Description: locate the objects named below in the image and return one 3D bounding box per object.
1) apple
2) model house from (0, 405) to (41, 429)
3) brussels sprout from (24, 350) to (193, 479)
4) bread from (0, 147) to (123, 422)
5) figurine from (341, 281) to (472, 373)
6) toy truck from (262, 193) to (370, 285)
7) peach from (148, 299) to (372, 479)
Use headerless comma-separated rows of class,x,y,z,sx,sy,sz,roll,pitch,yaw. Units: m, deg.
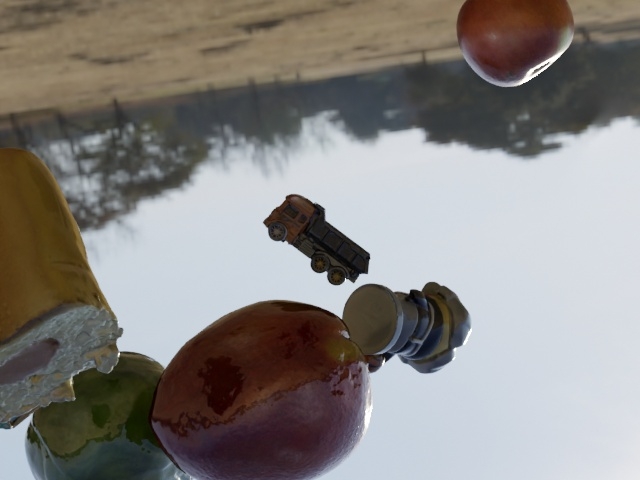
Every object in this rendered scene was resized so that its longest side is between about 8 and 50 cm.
apple,0.267,-0.294,1.667,0.163,0.139,0.163,-38,177,-2
model house,-0.426,0.128,1.506,0.178,0.206,0.271,5,163,12
brussels sprout,-0.332,0.330,2.021,0.281,0.289,0.354,25,-173,30
bread,-0.216,0.028,0.815,0.134,0.173,0.085,-30,149,6
figurine,0.149,0.153,2.049,0.236,0.176,0.133,8,-147,-48
toy truck,0.000,0.000,2.018,0.192,0.092,0.083,37,-176,0
peach,-0.092,0.236,1.803,0.332,0.308,0.308,-16,-173,-8
